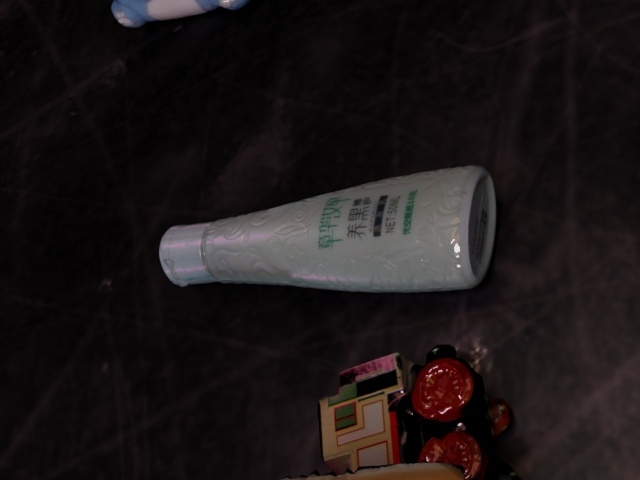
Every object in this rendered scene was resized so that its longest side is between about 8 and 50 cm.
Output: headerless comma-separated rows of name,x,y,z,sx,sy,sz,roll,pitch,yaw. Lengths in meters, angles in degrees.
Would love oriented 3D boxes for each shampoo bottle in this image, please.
shampoo bottle,0.000,0.000,0.742,0.190,0.041,0.069,-5,63,30

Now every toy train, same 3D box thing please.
toy train,0.046,0.116,0.631,0.087,0.050,0.138,-22,52,24

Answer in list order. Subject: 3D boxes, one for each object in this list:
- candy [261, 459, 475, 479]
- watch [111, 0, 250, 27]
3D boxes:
candy,-0.014,0.183,0.442,0.143,0.101,0.271,-9,43,14
watch,-0.097,-0.267,0.904,0.211,0.211,0.193,-4,44,30
